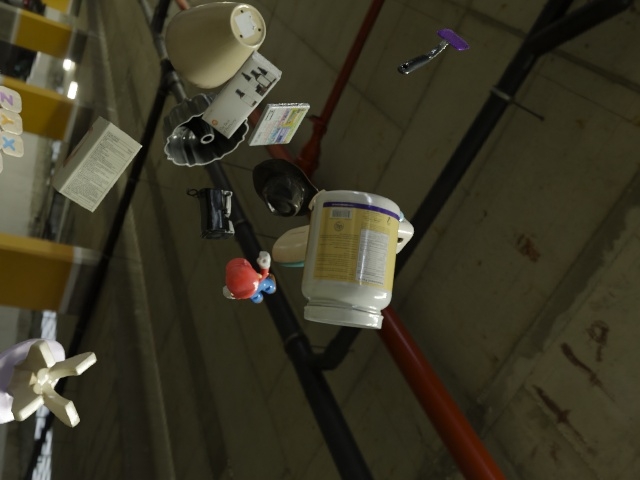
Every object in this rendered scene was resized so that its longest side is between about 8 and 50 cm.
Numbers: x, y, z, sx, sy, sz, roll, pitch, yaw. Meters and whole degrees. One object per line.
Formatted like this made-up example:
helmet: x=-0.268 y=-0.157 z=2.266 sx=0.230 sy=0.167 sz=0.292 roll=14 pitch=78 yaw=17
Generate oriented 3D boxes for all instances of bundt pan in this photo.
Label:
bundt pan: x=-0.441 y=-0.422 z=2.246 sx=0.331 sy=0.331 sz=0.124 roll=-48 pitch=-119 yaw=42

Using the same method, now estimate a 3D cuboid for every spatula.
spatula: x=0.279 y=-0.467 z=1.504 sx=0.084 sy=0.296 sz=0.030 roll=43 pitch=-36 yaw=12

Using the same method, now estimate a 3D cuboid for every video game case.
video game case: x=-0.165 y=-0.453 z=2.363 sx=0.023 sy=0.193 sz=0.212 roll=61 pitch=-41 yaw=22

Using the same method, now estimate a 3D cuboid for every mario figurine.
mario figurine: x=-0.268 y=0.128 z=2.210 sx=0.320 sy=0.170 sz=0.198 roll=55 pitch=54 yaw=-72

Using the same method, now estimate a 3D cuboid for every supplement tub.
supplement tub: x=0.077 y=0.055 z=1.596 sx=0.241 sy=0.241 sz=0.331 roll=-9 pitch=-109 yaw=59

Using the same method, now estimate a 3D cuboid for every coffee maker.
coffee maker: x=-0.415 y=-0.097 z=2.283 sx=0.120 sy=0.171 sz=0.178 roll=112 pitch=-27 yaw=-66

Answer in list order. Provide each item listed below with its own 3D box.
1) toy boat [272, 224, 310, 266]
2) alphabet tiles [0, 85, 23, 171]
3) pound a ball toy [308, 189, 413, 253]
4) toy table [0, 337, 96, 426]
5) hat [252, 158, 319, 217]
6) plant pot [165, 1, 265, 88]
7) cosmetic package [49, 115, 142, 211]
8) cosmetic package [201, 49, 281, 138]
toy boat: x=0.000 y=0.000 z=2.117 sx=0.267 sy=0.318 sz=0.148 roll=-6 pitch=-63 yaw=45
alphabet tiles: x=-0.777 y=-0.295 z=1.356 sx=0.021 sy=0.278 sz=0.284 roll=-10 pitch=-99 yaw=19
pound a ball toy: x=0.142 y=-0.080 z=1.949 sx=0.208 sy=0.319 sz=0.135 roll=48 pitch=-67 yaw=31
toy table: x=-0.724 y=0.364 z=1.549 sx=0.161 sy=0.252 sz=0.274 roll=1 pitch=-144 yaw=26
hat: x=-0.177 y=-0.192 z=2.666 sx=0.331 sy=0.331 sz=0.134 roll=-40 pitch=-162 yaw=48
plant pot: x=-0.301 y=-0.626 z=1.871 sx=0.274 sy=0.256 sz=0.256 roll=-1 pitch=-102 yaw=50
cosmetic package: x=-0.790 y=-0.270 z=2.130 sx=0.296 sy=0.153 sz=0.129 roll=-53 pitch=-138 yaw=-5
cosmetic package: x=-0.221 y=-0.404 z=1.687 sx=0.239 sy=0.099 sz=0.060 roll=-44 pitch=-159 yaw=26
